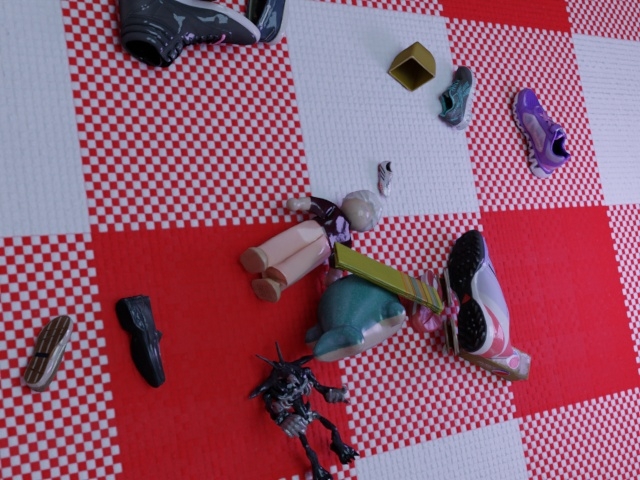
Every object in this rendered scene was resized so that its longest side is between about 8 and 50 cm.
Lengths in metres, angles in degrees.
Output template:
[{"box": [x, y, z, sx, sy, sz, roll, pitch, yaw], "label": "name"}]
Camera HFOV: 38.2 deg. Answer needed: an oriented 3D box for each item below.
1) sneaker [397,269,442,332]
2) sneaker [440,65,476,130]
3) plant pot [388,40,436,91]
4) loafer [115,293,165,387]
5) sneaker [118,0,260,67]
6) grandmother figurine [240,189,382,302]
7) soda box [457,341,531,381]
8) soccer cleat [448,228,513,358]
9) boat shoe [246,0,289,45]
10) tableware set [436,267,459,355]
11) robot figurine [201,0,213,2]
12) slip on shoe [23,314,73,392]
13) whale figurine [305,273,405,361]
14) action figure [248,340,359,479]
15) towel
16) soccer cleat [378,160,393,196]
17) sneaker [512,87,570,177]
[{"box": [0.184, 0.150, 1.952, 0.087, 0.128, 0.221, 60, 22, -10], "label": "sneaker"}, {"box": [0.329, -0.353, 2.238, 0.076, 0.065, 0.166, 18, 67, -28], "label": "sneaker"}, {"box": [0.221, -0.415, 2.163, 0.081, 0.081, 0.083, 36, 50, -24], "label": "plant pot"}, {"box": [-0.304, 0.176, 1.643, 0.061, 0.062, 0.170, -19, 92, -43], "label": "loafer"}, {"box": [-0.259, -0.390, 1.790, 0.296, 0.105, 0.146, 13, 75, -29], "label": "sneaker"}, {"box": [0.000, 0.000, 1.885, 0.342, 0.104, 0.207, -36, 122, -34], "label": "grandmother figurine"}, {"box": [0.404, 0.268, 2.145, 0.181, 0.058, 0.061, 27, 63, -28], "label": "soda box"}, {"box": [0.366, 0.123, 2.095, 0.116, 0.109, 0.318, 23, 49, -31], "label": "soccer cleat"}, {"box": [-0.115, -0.537, 1.936, 0.079, 0.095, 0.254, 14, 80, -45], "label": "boat shoe"}, {"box": [0.274, 0.161, 2.062, 0.039, 0.128, 0.194, -7, 83, 4], "label": "tableware set"}, {"box": [-0.286, -0.538, 1.752, 0.291, 0.211, 0.085, 26, 87, -25], "label": "robot figurine"}, {"box": [-0.449, 0.190, 1.546, 0.041, 0.052, 0.135, 72, 27, -54], "label": "slip on shoe"}, {"box": [0.057, 0.148, 1.806, 0.141, 0.216, 0.272, 69, 21, -5], "label": "whale figurine"}, {"box": [-0.022, 0.324, 1.767, 0.164, 0.141, 0.275, -33, 101, -25], "label": "action figure"}, {"box": [0.132, 0.074, 1.831, 0.237, 0.102, 0.021, 25, 108, -13], "label": "towel"}, {"box": [0.148, -0.139, 2.067, 0.029, 0.036, 0.083, 6, 75, -36], "label": "soccer cleat"}, {"box": [0.575, -0.284, 2.376, 0.095, 0.105, 0.236, -18, 89, -37], "label": "sneaker"}]
